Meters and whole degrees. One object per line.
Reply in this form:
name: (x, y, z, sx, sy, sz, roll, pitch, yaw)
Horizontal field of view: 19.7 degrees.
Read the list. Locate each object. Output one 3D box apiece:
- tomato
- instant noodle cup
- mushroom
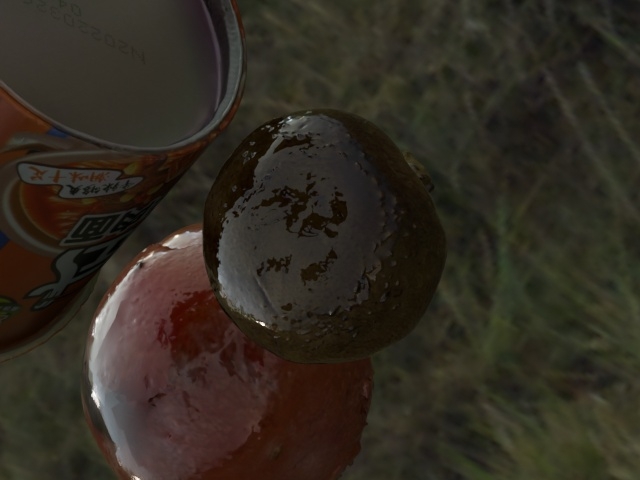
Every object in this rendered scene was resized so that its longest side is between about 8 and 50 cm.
tomato: (-0.069, 0.091, 1.254, 0.208, 0.184, 0.208, -51, 30, 45)
instant noodle cup: (-0.171, -0.084, 0.978, 0.192, 0.250, 0.250, -36, 43, 40)
mushroom: (0.000, 0.000, 0.880, 0.127, 0.087, 0.127, -6, 76, 23)
